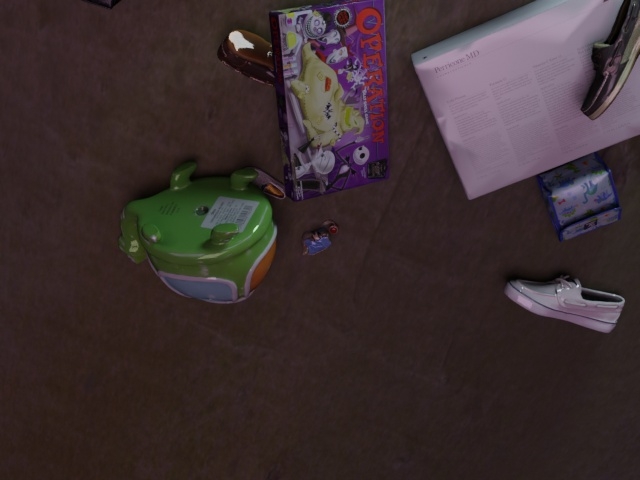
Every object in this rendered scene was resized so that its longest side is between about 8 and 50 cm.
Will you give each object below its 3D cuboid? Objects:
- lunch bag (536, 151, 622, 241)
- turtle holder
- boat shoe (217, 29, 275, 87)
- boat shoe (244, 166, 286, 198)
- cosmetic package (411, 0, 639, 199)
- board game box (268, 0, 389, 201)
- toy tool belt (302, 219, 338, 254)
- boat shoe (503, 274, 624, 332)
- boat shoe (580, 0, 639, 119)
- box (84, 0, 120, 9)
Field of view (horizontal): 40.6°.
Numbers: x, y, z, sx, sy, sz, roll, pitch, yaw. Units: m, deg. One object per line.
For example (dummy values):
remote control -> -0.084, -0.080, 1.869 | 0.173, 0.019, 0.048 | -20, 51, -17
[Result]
lunch bag -> 0.505, -0.074, 1.677 | 0.128, 0.096, 0.151 | -22, 128, 9
turtle holder -> -0.238, 0.010, 1.660 | 0.320, 0.243, 0.227 | -13, 133, -1
boat shoe -> -0.088, -0.319, 1.587 | 0.207, 0.073, 0.073 | 25, 152, -19
boat shoe -> -0.111, -0.111, 1.705 | 0.100, 0.035, 0.035 | 31, 114, -13
cosmetic package -> 0.391, -0.276, 1.574 | 0.377, 0.097, 0.284 | -21, 116, 11
board game box -> 0.023, -0.256, 1.577 | 0.208, 0.056, 0.347 | -18, 119, -24
toy tool belt -> 0.000, 0.000, 1.747 | 0.083, 0.051, 0.052 | -29, 112, 15
boat shoe -> 0.500, 0.112, 1.774 | 0.258, 0.095, 0.084 | 15, 112, -17
boat shoe -> 0.493, -0.315, 1.462 | 0.073, 0.080, 0.224 | 25, 108, -5
box -> -0.443, -0.491, 1.446 | 0.261, 0.184, 0.103 | 17, 113, -7
